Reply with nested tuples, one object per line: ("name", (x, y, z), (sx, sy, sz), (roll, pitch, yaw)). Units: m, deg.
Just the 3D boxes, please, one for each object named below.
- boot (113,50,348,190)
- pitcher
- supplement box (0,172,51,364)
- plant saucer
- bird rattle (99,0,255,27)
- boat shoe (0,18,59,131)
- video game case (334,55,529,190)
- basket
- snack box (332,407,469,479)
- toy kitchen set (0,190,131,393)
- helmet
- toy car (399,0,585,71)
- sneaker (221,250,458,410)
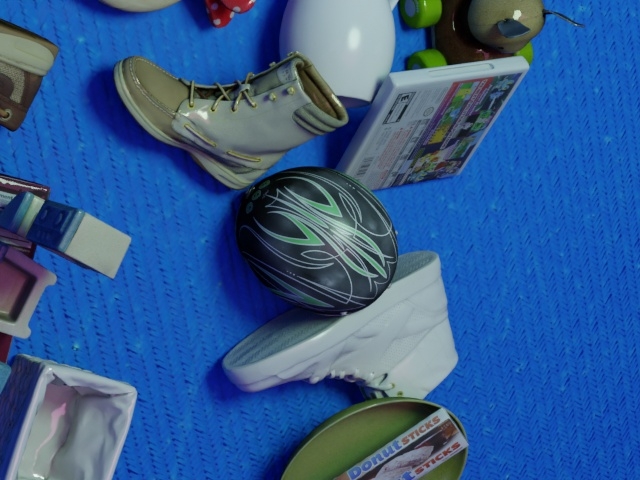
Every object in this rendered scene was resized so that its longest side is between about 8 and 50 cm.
("boot", (-0.092, -0.150, 1.610), (0.213, 0.165, 0.077), (37, 39, -36))
("pitcher", (0.037, -0.250, 1.712), (0.177, 0.125, 0.207), (9, 83, -47))
("supplement box", (-0.339, 0.024, 1.525), (0.081, 0.104, 0.188), (14, 91, -32))
("plant saucer", (0.055, 0.265, 1.806), (0.241, 0.037, 0.241), (-14, 132, -16))
("bird rattle", (-0.164, -0.320, 1.592), (0.207, 0.143, 0.253), (-30, 126, -12))
("boat shoe", (-0.405, -0.178, 1.438), (0.342, 0.123, 0.123), (15, 101, -46))
("video game case", (0.119, -0.128, 1.753), (0.183, 0.201, 0.023), (-11, 60, -30))
("basket", (-0.277, 0.207, 1.597), (0.113, 0.103, 0.167), (19, 87, -33))
("snack box", (0.081, 0.260, 1.774), (0.178, 0.022, 0.064), (-34, 135, 2))
("toy kitchen set", (-0.290, 0.055, 1.399), (0.122, 0.166, 0.207), (28, 83, -31))
("helmet", (0.000, 0.000, 1.696), (0.169, 0.161, 0.169), (-9, 106, -33))
("toy car", (0.208, -0.238, 1.769), (0.155, 0.188, 0.149), (-16, 106, -29))
("sneaker", (0.037, 0.145, 1.781), (0.292, 0.108, 0.169), (-25, 111, -24))
